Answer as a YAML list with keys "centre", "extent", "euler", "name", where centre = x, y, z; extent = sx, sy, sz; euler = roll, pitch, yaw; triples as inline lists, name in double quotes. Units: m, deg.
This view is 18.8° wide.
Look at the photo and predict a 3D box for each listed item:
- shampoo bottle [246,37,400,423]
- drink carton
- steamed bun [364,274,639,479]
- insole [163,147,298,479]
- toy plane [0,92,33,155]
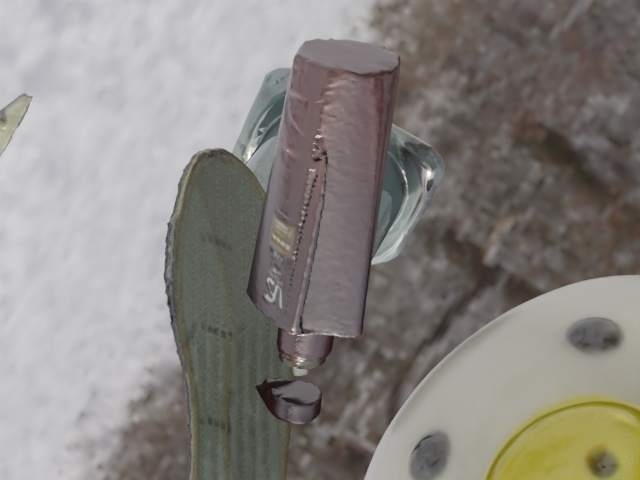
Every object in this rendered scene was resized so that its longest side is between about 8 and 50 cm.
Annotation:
- centre: [-0.002, -0.001, 1.127]
  extent: [0.068, 0.067, 0.236]
  euler: [-115, -150, -61]
  name: "shampoo bottle"
- centre: [-0.018, -0.004, 1.709]
  extent: [0.191, 0.185, 0.189]
  euler: [-60, -177, 47]
  name: "drink carton"
- centre: [0.198, 0.197, 1.398]
  extent: [0.374, 0.334, 0.334]
  euler: [-36, 180, 0]
  name: "steamed bun"
- centre: [-0.053, 0.103, 1.199]
  extent: [0.009, 0.119, 0.348]
  euler: [-21, -121, 38]
  name: "insole"
- centre: [-0.365, -0.153, 1.501]
  extent: [0.092, 0.286, 0.108]
  euler: [-57, -172, 15]
  name: "toy plane"
